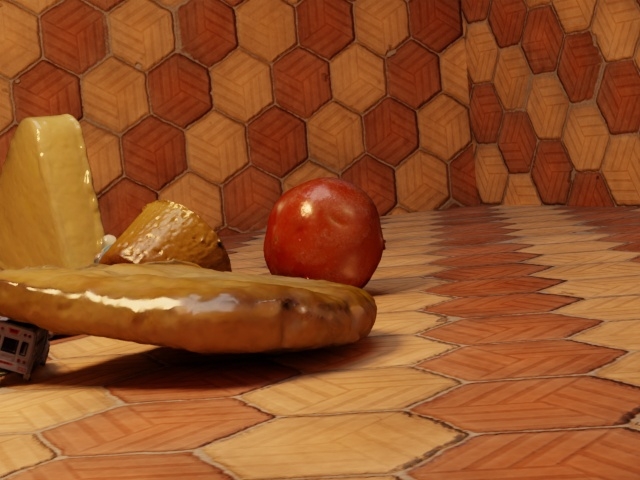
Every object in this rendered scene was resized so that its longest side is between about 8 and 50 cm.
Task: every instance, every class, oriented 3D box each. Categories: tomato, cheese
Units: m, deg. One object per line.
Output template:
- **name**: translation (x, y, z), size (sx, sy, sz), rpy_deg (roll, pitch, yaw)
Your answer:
- **tomato**: translation (-0.001, -0.004, 2.138), size (0.188, 0.232, 0.232), rpy_deg (-13, 8, -40)
- **cheese**: translation (-0.519, -0.011, 2.323), size (0.104, 0.384, 0.384), rpy_deg (-11, 7, -39)

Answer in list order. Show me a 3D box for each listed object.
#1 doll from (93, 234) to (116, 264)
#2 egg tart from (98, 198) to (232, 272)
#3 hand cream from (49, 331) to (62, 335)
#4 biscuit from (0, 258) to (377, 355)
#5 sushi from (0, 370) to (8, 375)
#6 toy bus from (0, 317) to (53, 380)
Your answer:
- **doll**: translation (-0.378, 0.073, 2.119), size (0.241, 0.135, 0.099), rpy_deg (-26, 14, 42)
- **egg tart**: translation (-0.255, 0.051, 1.911), size (0.202, 0.202, 0.147), rpy_deg (-2, 28, 39)
- **hand cream**: translation (-0.519, 0.145, 1.893), size (0.336, 0.076, 0.121), rpy_deg (-16, 8, -34)
- **biscuit**: translation (-0.143, 0.093, 1.602), size (0.446, 0.104, 0.429), rpy_deg (6, 2, 27)
- **sushi**: translation (-0.530, 0.174, 1.598), size (0.193, 0.040, 0.210), rpy_deg (-4, 5, 19)
- **toy bus**: translation (-0.404, 0.135, 1.606), size (0.073, 0.076, 0.167), rpy_deg (16, 3, -6)
